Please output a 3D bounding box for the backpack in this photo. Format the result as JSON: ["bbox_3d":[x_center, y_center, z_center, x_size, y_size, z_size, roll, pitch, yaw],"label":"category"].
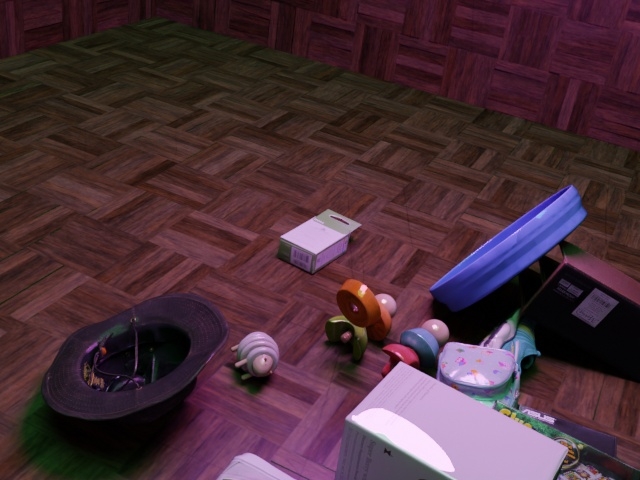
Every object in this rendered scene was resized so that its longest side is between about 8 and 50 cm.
[{"bbox_3d":[0.280,0.285,1.389,0.165,0.145,0.188,9,38,16],"label":"backpack"}]

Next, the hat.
[{"bbox_3d":[-0.309,0.239,1.334,0.331,0.134,0.331,-10,29,6],"label":"hat"}]

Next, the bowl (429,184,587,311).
[{"bbox_3d":[0.417,0.025,1.672,0.077,0.391,0.391,53,43,6],"label":"bowl"}]

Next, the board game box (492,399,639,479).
[{"bbox_3d":[0.385,0.384,1.250,0.259,0.030,0.136,26,78,12],"label":"board game box"}]

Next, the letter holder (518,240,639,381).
[{"bbox_3d":[0.601,0.125,1.642,0.301,0.152,0.214,30,29,-5],"label":"letter holder"}]

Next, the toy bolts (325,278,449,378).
[{"bbox_3d":[0.147,0.160,1.515,0.228,0.218,0.158,36,53,28],"label":"toy bolts"}]

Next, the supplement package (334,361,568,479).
[{"bbox_3d":[0.192,0.354,1.151,0.292,0.178,0.175,24,35,25],"label":"supplement package"}]

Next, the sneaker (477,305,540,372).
[{"bbox_3d":[0.414,0.220,1.606,0.110,0.107,0.275,48,38,9],"label":"sneaker"}]

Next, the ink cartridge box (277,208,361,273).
[{"bbox_3d":[0.000,0.000,1.880,0.109,0.062,0.209,25,34,26],"label":"ink cartridge box"}]

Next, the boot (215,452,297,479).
[{"bbox_3d":[-0.061,0.426,1.140,0.258,0.095,0.123,16,36,30],"label":"boot"}]

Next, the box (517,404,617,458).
[{"bbox_3d":[0.426,0.392,1.345,0.190,0.045,0.184,18,34,14],"label":"box"}]

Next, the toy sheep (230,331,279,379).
[{"bbox_3d":[-0.124,0.220,1.462,0.091,0.091,0.132,-1,27,-16],"label":"toy sheep"}]
